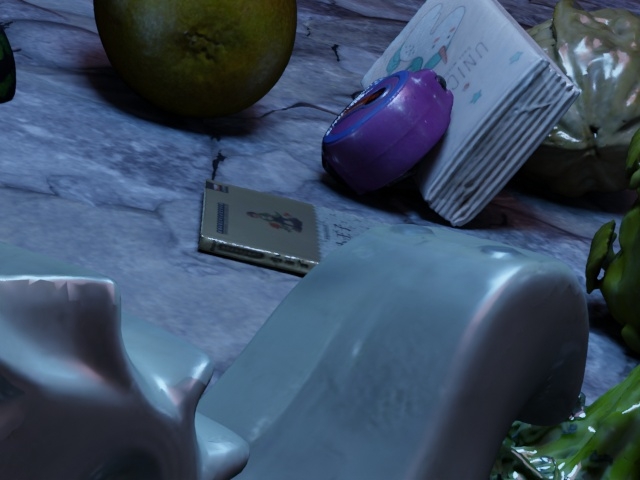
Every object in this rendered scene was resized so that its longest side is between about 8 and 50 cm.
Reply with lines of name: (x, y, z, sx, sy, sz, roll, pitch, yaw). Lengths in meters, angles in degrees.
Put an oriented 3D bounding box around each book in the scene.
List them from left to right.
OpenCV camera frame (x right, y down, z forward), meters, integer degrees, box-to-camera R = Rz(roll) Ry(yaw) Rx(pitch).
book: (0.000, 0.000, 1.396, 0.199, 0.016, 0.138, 14, 20, -7)

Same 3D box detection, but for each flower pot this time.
flower pot: (-0.050, 0.124, 0.664, 0.368, 0.254, 0.165, 0, 10, -41)

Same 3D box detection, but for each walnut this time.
walnut: (0.271, -0.145, 1.745, 0.198, 0.198, 0.245, 17, 23, 1)

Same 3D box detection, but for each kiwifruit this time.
kiwifruit: (-0.120, -0.220, 1.637, 0.196, 0.196, 0.234, 11, 16, -16)

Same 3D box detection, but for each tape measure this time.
tape measure: (0.063, -0.101, 1.552, 0.074, 0.118, 0.125, 47, 52, -15)

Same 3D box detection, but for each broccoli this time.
broccoli: (0.146, 0.133, 0.960, 0.154, 0.160, 0.167, 46, 12, -4)

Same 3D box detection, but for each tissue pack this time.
tissue pack: (0.136, -0.145, 1.663, 0.071, 0.170, 0.325, 37, 13, -22)

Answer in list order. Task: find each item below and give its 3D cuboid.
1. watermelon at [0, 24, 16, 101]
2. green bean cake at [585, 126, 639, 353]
watermelon: (-0.334, -0.178, 1.514, 0.125, 0.135, 0.094, -4, -8, -38)
green bean cake: (0.376, -0.012, 1.339, 0.310, 0.285, 0.202, 19, 25, 12)
